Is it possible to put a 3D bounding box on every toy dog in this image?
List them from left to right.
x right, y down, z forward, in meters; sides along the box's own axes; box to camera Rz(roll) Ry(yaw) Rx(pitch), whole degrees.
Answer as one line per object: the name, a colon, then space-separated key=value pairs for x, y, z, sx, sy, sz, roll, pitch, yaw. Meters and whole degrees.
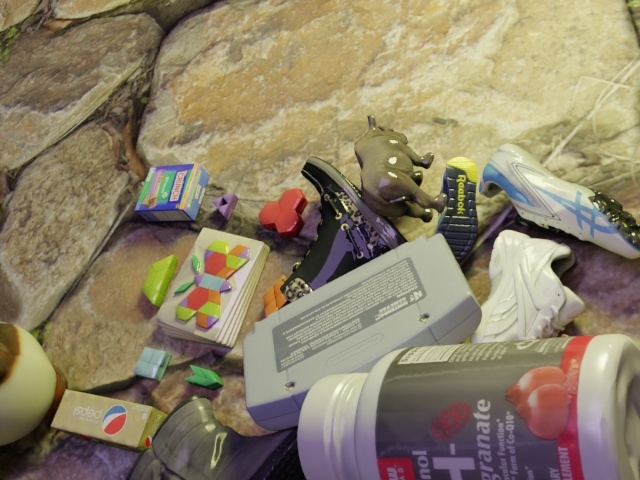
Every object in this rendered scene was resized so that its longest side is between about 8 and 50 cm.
toy dog: x=-0.583 y=0.288 z=1.259 sx=0.408 sy=0.284 sz=0.395 roll=-49 pitch=49 yaw=-6

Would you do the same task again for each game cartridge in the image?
game cartridge: x=0.043 y=0.111 z=1.026 sx=0.294 sy=0.060 sz=0.196 roll=-28 pitch=24 yaw=8

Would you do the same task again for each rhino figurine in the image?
rhino figurine: x=0.098 y=-0.107 z=1.178 sx=0.243 sy=0.106 sz=0.073 roll=-97 pitch=22 yaw=-55

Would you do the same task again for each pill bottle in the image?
pill bottle: x=0.143 y=0.186 z=0.809 sx=0.318 sy=0.176 sz=0.176 roll=-9 pitch=58 yaw=34

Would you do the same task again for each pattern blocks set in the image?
pattern blocks set: x=-0.162 y=0.068 z=1.297 sx=0.285 sy=0.026 sz=0.325 roll=-4 pitch=61 yaw=30

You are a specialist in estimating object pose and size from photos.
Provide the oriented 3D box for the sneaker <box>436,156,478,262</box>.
sneaker: x=0.182 y=-0.036 z=1.135 sx=0.053 sy=0.059 sz=0.144 roll=10 pitch=78 yaw=0

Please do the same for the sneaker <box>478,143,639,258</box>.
sneaker: x=0.298 y=-0.037 z=1.052 sx=0.237 sy=0.085 sz=0.086 roll=39 pitch=112 yaw=38

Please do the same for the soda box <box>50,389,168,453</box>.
soda box: x=-0.305 y=0.266 z=1.242 sx=0.181 sy=0.058 sz=0.061 roll=3 pitch=64 yaw=32

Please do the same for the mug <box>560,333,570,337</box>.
mug: x=0.252 y=0.204 z=0.893 sx=0.169 sy=0.113 sz=0.150 roll=-48 pitch=20 yaw=2

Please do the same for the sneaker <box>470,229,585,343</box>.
sneaker: x=0.245 y=0.092 z=0.992 sx=0.115 sy=0.090 sz=0.232 roll=3 pitch=65 yaw=29

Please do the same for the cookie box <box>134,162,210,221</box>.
cookie box: x=-0.250 y=-0.080 z=1.433 sx=0.107 sy=0.040 sz=0.092 roll=-1 pitch=61 yaw=31

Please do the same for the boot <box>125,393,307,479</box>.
boot: x=-0.110 y=0.263 z=1.088 sx=0.338 sy=0.118 sz=0.223 roll=-45 pitch=46 yaw=-2

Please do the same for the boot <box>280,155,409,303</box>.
boot: x=0.000 y=0.000 z=1.198 sx=0.178 sy=0.085 sz=0.236 roll=-45 pitch=52 yaw=2
